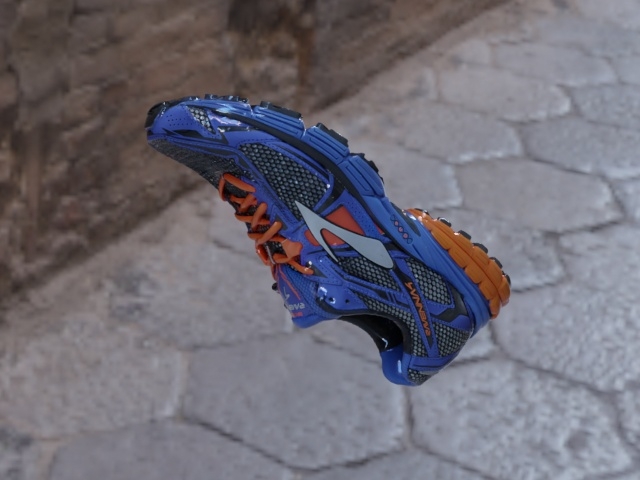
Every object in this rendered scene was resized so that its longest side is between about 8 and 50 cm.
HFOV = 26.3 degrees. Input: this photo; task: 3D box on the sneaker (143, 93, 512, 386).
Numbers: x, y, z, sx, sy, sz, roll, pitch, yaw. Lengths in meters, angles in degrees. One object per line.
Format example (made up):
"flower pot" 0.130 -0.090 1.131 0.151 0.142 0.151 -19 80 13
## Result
"sneaker" 0.000 0.000 0.712 0.221 0.087 0.083 34 -13 -15
